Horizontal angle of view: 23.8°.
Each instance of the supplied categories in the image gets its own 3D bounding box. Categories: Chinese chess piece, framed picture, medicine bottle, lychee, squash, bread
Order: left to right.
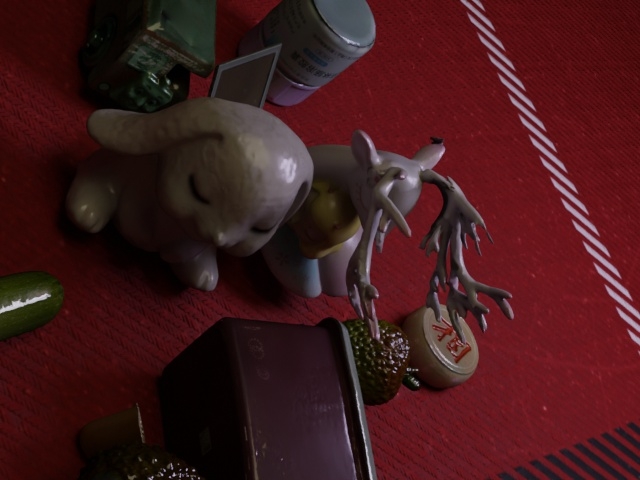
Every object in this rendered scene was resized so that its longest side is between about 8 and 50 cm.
[{"bbox_3d":[-0.360,0.078,1.578,0.239,0.069,0.069,-16,75,-52],"label":"squash"},{"bbox_3d":[-0.207,0.210,1.617,0.062,0.103,0.049,27,53,-43],"label":"bread"},{"bbox_3d":[-0.179,0.288,1.546,0.171,0.171,0.171,28,45,-32],"label":"lychee"},{"bbox_3d":[-0.115,-0.163,1.958,0.011,0.183,0.142,31,32,21],"label":"framed picture"},{"bbox_3d":[-0.020,-0.282,2.142,0.135,0.168,0.135,28,46,-33],"label":"medicine bottle"},{"bbox_3d":[0.064,0.156,1.950,0.147,0.114,0.114,19,47,-13],"label":"lychee"},{"bbox_3d":[0.166,0.147,2.116,0.122,0.051,0.122,27,45,-31],"label":"Chinese chess piece"}]

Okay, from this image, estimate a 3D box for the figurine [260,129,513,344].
[{"bbox_3d":[0.073,0.000,1.826,0.206,0.316,0.284,-2,75,-26],"label":"figurine"}]

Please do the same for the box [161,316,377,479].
[{"bbox_3d":[-0.062,0.230,1.693,0.168,0.193,0.294,13,53,-35],"label":"box"}]

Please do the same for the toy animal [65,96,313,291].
[{"bbox_3d":[-0.133,-0.075,1.754,0.272,0.265,0.206,31,62,-27],"label":"toy animal"}]

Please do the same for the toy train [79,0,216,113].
[{"bbox_3d":[-0.217,-0.311,1.961,0.129,0.159,0.326,30,42,-33],"label":"toy train"}]
